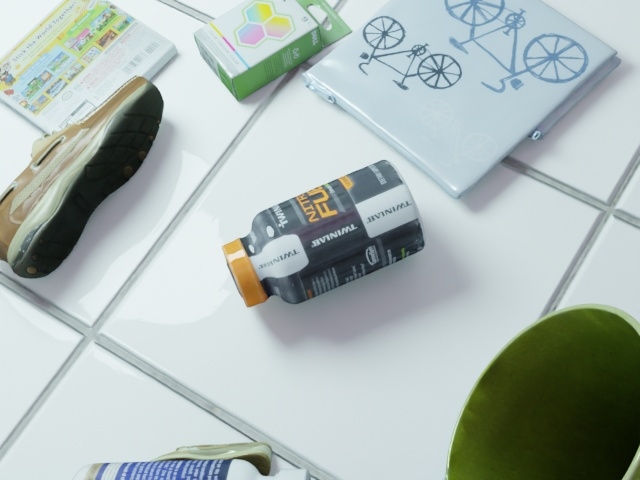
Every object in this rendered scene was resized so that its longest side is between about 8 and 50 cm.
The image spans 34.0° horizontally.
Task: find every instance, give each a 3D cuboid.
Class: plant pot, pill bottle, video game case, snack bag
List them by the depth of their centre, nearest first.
[{"bbox_3d":[0.331,0.255,1.087,0.293,0.275,0.275,33,65,-23],"label":"plant pot"},{"bbox_3d":[-0.143,0.324,1.182,0.264,0.153,0.153,-3,63,5],"label":"pill bottle"},{"bbox_3d":[0.000,0.000,1.343,0.245,0.130,0.130,-24,63,-6],"label":"pill bottle"},{"bbox_3d":[0.198,-0.242,1.496,0.342,0.037,0.323,-43,66,-15],"label":"snack bag"},{"bbox_3d":[-0.364,-0.262,1.572,0.206,0.026,0.227,35,73,20],"label":"video game case"}]

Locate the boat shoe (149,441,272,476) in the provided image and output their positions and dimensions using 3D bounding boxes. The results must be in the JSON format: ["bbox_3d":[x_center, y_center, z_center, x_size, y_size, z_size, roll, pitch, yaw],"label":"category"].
[{"bbox_3d":[-0.135,0.271,1.271,0.153,0.048,0.056,-10,108,5],"label":"boat shoe"}]

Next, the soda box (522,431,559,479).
[{"bbox_3d":[0.237,0.241,1.228,0.067,0.071,0.210,24,68,17],"label":"soda box"}]

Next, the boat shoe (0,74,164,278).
[{"bbox_3d":[-0.345,-0.104,1.436,0.120,0.122,0.324,29,69,18],"label":"boat shoe"}]

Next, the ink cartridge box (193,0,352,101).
[{"bbox_3d":[-0.069,-0.307,1.542,0.209,0.062,0.109,-33,64,-11],"label":"ink cartridge box"}]
